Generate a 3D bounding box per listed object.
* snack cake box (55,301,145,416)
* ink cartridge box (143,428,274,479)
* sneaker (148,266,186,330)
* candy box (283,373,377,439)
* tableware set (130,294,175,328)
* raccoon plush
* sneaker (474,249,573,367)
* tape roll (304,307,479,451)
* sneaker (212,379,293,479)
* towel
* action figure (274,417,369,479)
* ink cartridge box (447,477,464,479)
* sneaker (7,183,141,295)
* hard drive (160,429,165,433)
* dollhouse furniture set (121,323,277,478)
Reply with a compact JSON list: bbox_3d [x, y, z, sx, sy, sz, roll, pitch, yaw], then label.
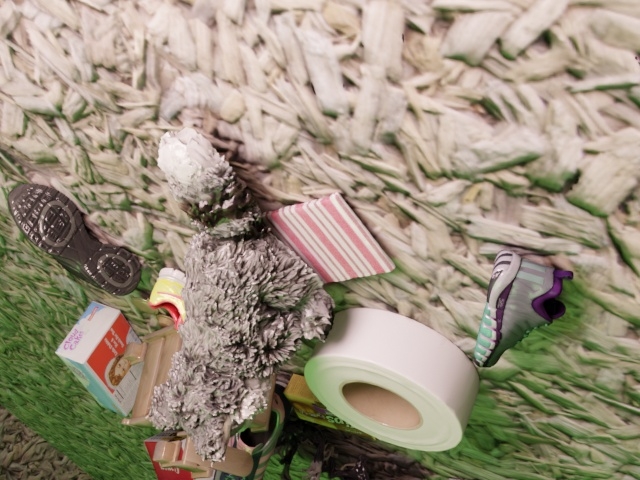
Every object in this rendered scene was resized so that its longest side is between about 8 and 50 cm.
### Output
[{"bbox_3d":[-0.508,0.290,1.658,0.089,0.152,0.264,14,144,23],"label":"snack cake box"},{"bbox_3d":[-0.306,0.514,1.656,0.309,0.271,0.130,-27,83,57],"label":"ink cartridge box"},{"bbox_3d":[-0.234,0.143,1.304,0.208,0.094,0.081,32,145,-6],"label":"sneaker"},{"bbox_3d":[0.028,0.340,1.405,0.186,0.053,0.109,9,142,31],"label":"candy box"},{"bbox_3d":[-0.316,0.159,1.454,0.168,0.020,0.141,4,145,28],"label":"tableware set"},{"bbox_3d":[-0.189,0.099,0.989,0.216,0.299,0.446,9,142,53],"label":"raccoon plush"},{"bbox_3d":[0.259,0.108,0.892,0.098,0.083,0.224,14,143,15],"label":"sneaker"},{"bbox_3d":[0.117,0.239,1.159,0.286,0.100,0.286,20,146,14],"label":"tape roll"},{"bbox_3d":[-0.161,0.447,1.442,0.112,0.319,0.131,22,-177,11],"label":"sneaker"},{"bbox_3d":[0.000,0.000,0.996,0.197,0.029,0.144,-12,126,46],"label":"towel"},{"bbox_3d":[-0.024,0.501,1.583,0.275,0.141,0.164,34,156,-11],"label":"action figure"},{"bbox_3d":[0.399,0.581,1.444,0.232,0.066,0.189,-6,133,48],"label":"ink cartridge box"},{"bbox_3d":[-0.482,0.009,1.311,0.286,0.109,0.130,48,149,-23],"label":"sneaker"},{"bbox_3d":[-0.321,0.568,1.879,0.254,0.172,0.054,24,131,11],"label":"hard drive"},{"bbox_3d":[-0.275,0.344,1.408,0.174,0.303,0.355,30,144,-34],"label":"dollhouse furniture set"}]
